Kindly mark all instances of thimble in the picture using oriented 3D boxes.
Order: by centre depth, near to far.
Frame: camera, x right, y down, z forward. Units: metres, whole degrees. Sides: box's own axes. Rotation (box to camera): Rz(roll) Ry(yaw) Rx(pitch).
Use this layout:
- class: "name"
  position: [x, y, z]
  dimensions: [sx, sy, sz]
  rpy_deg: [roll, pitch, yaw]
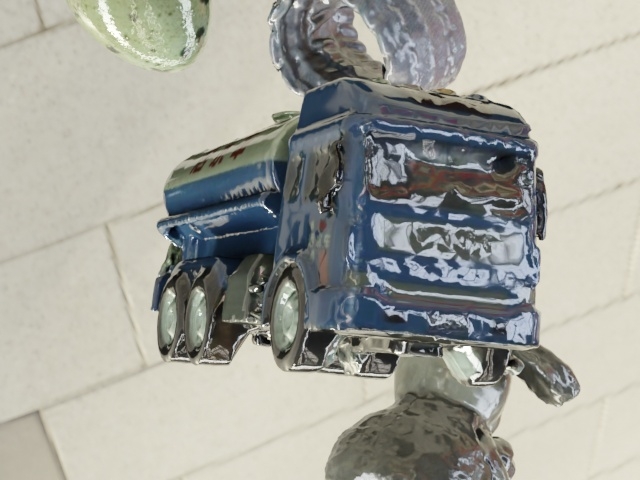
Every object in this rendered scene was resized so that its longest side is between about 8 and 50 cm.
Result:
- class: "thimble"
  position: [0.058, -0.262, 1.807]
  dimensions: [0.172, 0.236, 0.205]
  rpy_deg: [-30, 166, -45]

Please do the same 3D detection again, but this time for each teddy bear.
- class: "teddy bear"
  position: [0.121, 0.147, 1.152]
  dimensions: [0.251, 0.171, 0.144]
  rpy_deg: [-55, 140, -24]

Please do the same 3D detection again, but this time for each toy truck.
- class: "toy truck"
  position: [0.000, 0.000, 0.447]
  dimensions: [0.074, 0.088, 0.202]
  rpy_deg: [8, 174, -21]

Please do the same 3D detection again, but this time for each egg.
- class: "egg"
  position: [-0.218, -0.307, 1.699]
  dimensions: [0.177, 0.177, 0.228]
  rpy_deg: [-30, 115, 2]
